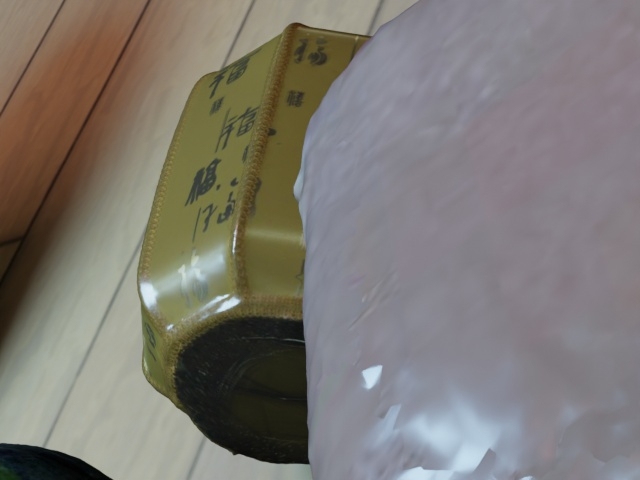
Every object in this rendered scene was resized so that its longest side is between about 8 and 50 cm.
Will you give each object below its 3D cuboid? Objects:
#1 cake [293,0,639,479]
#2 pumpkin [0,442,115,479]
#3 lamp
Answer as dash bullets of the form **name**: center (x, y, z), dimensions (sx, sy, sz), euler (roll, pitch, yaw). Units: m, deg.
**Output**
- **cake**: center (0.162, 0.029, 0.425), dimensions (0.308, 0.237, 0.230), euler (-32, 36, 18)
- **pumpkin**: center (-0.165, 0.203, 0.661), dimensions (0.249, 0.216, 0.250), euler (-26, 5, 2)
- **lamp**: center (0.000, 0.000, 0.723), dimensions (0.161, 0.161, 0.185), euler (-24, 34, 32)
